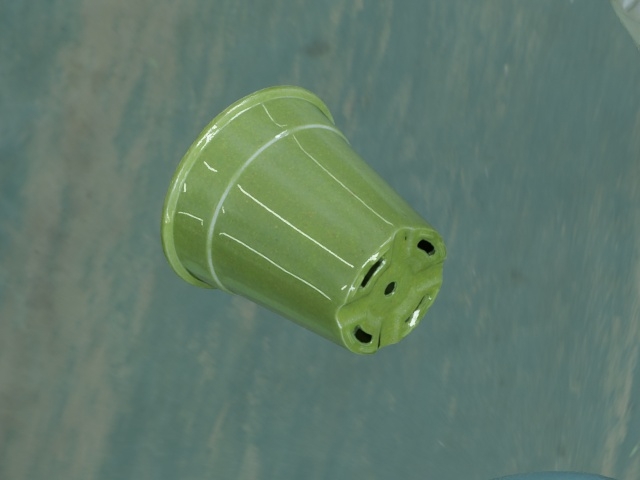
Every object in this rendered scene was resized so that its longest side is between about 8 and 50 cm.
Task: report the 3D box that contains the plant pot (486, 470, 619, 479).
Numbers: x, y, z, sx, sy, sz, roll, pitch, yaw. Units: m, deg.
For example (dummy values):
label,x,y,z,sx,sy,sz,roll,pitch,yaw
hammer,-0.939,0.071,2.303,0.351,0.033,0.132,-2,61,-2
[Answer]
label,x,y,z,sx,sy,sz,roll,pitch,yaw
plant pot,0.095,0.282,1.073,0.290,0.195,0.290,-10,75,40

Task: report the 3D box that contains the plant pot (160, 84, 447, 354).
label,x,y,z,sx,sy,sz,roll,pitch,yaw
plant pot,0.000,0.000,0.620,0.079,0.083,0.083,37,86,35

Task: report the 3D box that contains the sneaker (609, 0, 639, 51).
label,x,y,z,sx,sy,sz,roll,pitch,yaw
sneaker,0.150,-0.038,0.546,0.090,0.232,0.115,-20,117,19
